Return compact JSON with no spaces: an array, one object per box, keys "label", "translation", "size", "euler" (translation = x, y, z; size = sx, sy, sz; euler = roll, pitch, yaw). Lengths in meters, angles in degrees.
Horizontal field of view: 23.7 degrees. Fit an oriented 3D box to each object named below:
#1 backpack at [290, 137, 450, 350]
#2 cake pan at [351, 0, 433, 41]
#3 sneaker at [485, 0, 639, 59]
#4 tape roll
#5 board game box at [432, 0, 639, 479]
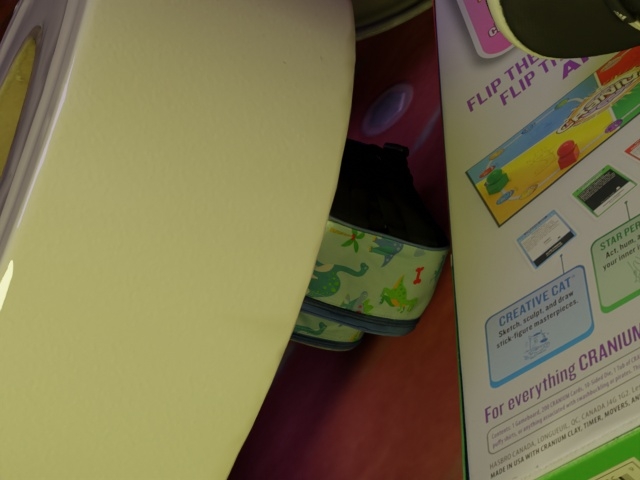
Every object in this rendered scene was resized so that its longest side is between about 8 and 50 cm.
[{"label":"backpack","translation":[0.000,0.000,0.678],"size":[0.084,0.105,0.114],"euler":[-67,24,17]},{"label":"cake pan","translation":[-0.033,-0.231,0.855],"size":[0.293,0.054,0.293],"euler":[-1,57,2]},{"label":"sneaker","translation":[0.143,-0.103,0.477],"size":[0.235,0.084,0.097],"euler":[-23,39,39]},{"label":"tape roll","translation":[-0.094,0.000,0.609],"size":[0.286,0.100,0.286],"euler":[-55,23,37]},{"label":"board game box","translation":[0.157,-0.056,0.560],"size":[0.242,0.064,0.316],"euler":[-33,33,27]}]
